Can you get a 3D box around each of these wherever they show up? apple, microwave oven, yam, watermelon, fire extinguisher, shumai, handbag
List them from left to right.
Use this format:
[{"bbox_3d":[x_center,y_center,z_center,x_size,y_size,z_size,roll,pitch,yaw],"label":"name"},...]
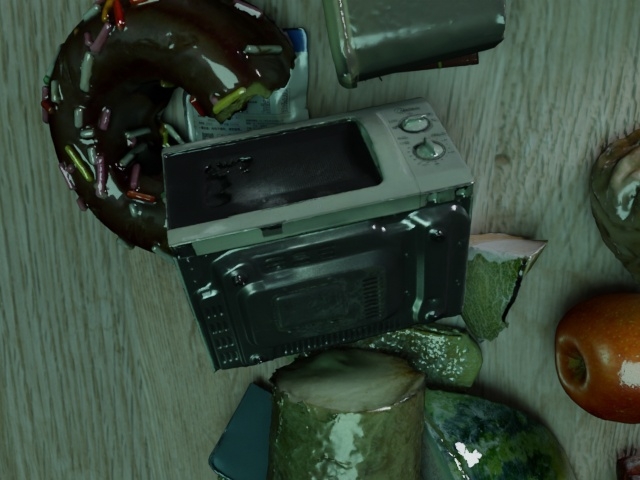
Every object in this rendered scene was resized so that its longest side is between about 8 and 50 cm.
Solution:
[{"bbox_3d":[-0.038,0.317,0.995,0.221,0.057,0.144,30,71,0],"label":"handbag"},{"bbox_3d":[0.000,0.000,0.749,0.295,0.181,0.237,-12,133,-6],"label":"microwave oven"},{"bbox_3d":[0.027,0.299,0.846,0.195,0.195,0.300,3,96,11],"label":"yam"},{"bbox_3d":[0.116,-0.217,0.797,0.132,0.039,0.056,-2,87,14],"label":"fire extinguisher"},{"bbox_3d":[0.217,0.332,0.926,0.310,0.193,0.232,33,102,-36],"label":"watermelon"},{"bbox_3d":[0.359,0.140,0.820,0.139,0.163,0.163,-2,111,-2],"label":"apple"},{"bbox_3d":[0.405,-0.012,0.734,0.184,0.185,0.218,-23,104,19],"label":"shumai"}]

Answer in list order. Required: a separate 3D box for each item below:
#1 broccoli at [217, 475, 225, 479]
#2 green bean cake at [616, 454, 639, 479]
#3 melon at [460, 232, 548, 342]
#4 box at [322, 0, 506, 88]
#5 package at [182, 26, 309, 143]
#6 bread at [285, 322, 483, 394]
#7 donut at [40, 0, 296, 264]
[{"bbox_3d":[-0.106,0.352,1.041,0.092,0.097,0.095,47,143,33],"label":"broccoli"},{"bbox_3d":[0.458,0.411,0.884,0.097,0.198,0.233,-11,104,15],"label":"green bean cake"},{"bbox_3d":[0.206,0.040,0.866,0.139,0.093,0.202,42,147,22],"label":"melon"},{"bbox_3d":[0.082,-0.309,0.711,0.178,0.138,0.274,-9,98,5],"label":"box"},{"bbox_3d":[-0.095,-0.178,0.865,0.171,0.027,0.173,4,111,14],"label":"package"},{"bbox_3d":[0.076,0.194,0.959,0.286,0.056,0.207,6,110,11],"label":"bread"},{"bbox_3d":[-0.204,-0.158,0.821,0.259,0.136,0.345,36,119,-1],"label":"donut"}]
